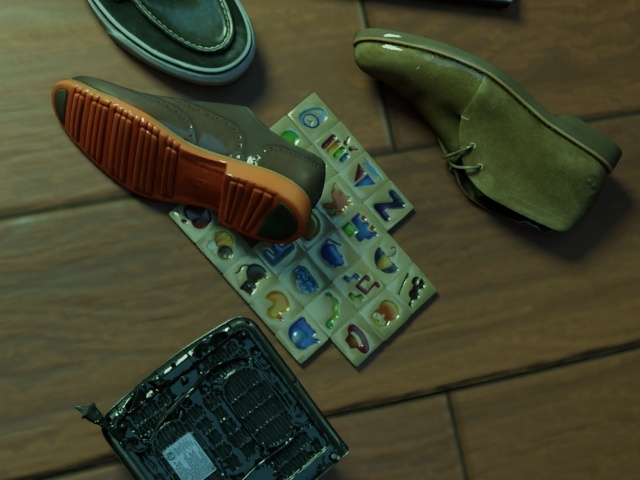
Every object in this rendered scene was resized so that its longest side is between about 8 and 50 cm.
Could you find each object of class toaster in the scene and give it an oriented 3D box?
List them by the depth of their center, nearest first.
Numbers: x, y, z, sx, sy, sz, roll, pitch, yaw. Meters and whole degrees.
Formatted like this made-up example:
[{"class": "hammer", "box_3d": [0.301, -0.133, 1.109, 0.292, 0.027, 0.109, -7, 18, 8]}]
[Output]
[{"class": "toaster", "box_3d": [-0.097, 0.171, 0.921, 0.168, 0.110, 0.185, -37, 91, -17]}]

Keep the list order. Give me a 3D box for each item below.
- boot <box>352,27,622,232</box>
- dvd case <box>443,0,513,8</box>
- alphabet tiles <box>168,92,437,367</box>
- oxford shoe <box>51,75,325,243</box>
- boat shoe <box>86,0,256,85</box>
[{"class": "boot", "box_3d": [0.155, -0.110, 1.036, 0.305, 0.112, 0.115, 29, 86, -10]}, {"class": "dvd case", "box_3d": [0.090, -0.347, 1.092, 0.239, 0.029, 0.179, 4, 80, -14]}, {"class": "alphabet tiles", "box_3d": [0.000, 0.000, 1.026, 0.198, 0.009, 0.237, -42, 93, -16]}, {"class": "oxford shoe", "box_3d": [-0.124, -0.092, 0.978, 0.271, 0.097, 0.098, 27, 49, 0]}, {"class": "boat shoe", "box_3d": [-0.190, -0.284, 0.966, 0.335, 0.119, 0.121, 44, 74, -3]}]
